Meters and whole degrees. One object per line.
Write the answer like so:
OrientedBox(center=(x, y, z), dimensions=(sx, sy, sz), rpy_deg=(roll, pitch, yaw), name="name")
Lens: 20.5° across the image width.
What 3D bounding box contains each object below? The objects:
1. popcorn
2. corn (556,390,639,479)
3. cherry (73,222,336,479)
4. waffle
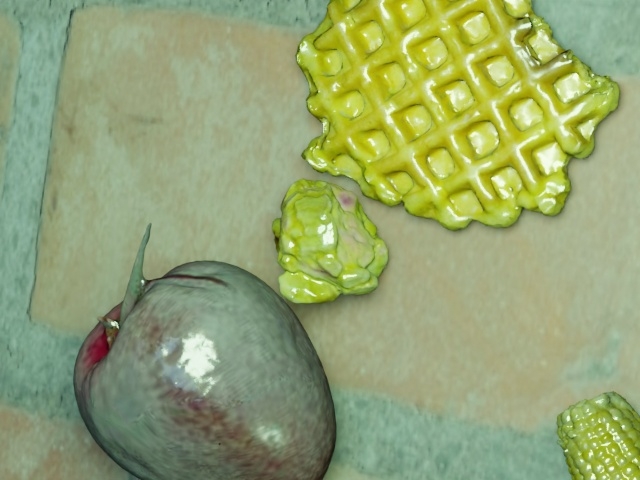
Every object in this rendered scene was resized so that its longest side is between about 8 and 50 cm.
OrientedBox(center=(0.001, -0.002, 1.467), dimensions=(0.089, 0.097, 0.109), rpy_deg=(-23, 66, 19), name="popcorn")
OrientedBox(center=(0.267, 0.252, 1.354), dimensions=(0.086, 0.086, 0.288), rpy_deg=(-30, 76, 20), name="corn")
OrientedBox(center=(-0.098, 0.118, 1.452), dimensions=(0.183, 0.213, 0.266), rpy_deg=(-43, 98, -26), name="cherry")
OrientedBox(center=(0.109, -0.143, 1.445), dimensions=(0.291, 0.051, 0.291), rpy_deg=(1, 92, 24), name="waffle")
